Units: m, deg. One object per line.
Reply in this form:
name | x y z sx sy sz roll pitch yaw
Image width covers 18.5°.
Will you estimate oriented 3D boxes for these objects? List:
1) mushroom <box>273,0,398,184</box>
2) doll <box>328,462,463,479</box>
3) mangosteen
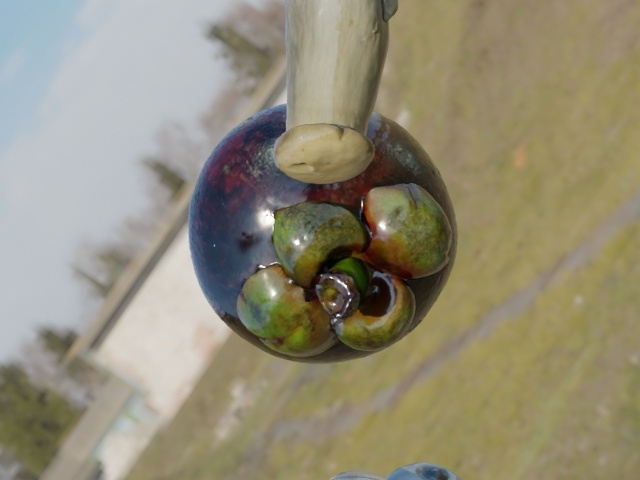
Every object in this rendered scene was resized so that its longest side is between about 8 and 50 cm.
mushroom | 0.013 -0.168 1.629 0.108 0.096 0.247 137 140 -72
doll | 0.091 0.207 1.047 0.154 0.278 0.119 -35 -37 -65
mangosteen | -0.003 -0.007 2.097 0.300 0.300 0.300 -55 2 3
